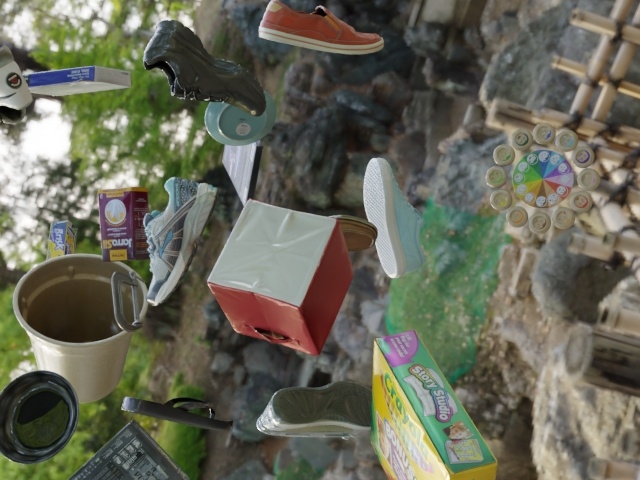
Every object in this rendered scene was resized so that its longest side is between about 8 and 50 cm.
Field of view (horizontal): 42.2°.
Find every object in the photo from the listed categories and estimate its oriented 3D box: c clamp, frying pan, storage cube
[{"bbox_3d":[-0.420,0.134,1.843,0.137,0.022,0.160,49,-152,-58],"label":"c clamp"},{"bbox_3d":[-0.662,0.386,1.758,0.053,0.326,0.197,66,-166,-67],"label":"frying pan"},{"bbox_3d":[-0.065,0.064,1.499,0.193,0.184,0.215,72,-143,-57],"label":"storage cube"}]

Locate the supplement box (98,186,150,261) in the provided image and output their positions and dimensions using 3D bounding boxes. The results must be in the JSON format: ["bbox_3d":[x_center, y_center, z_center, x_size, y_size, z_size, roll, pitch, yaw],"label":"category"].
[{"bbox_3d":[-0.504,-0.041,2.136,0.081,0.104,0.188,-4,-89,-70],"label":"supplement box"}]

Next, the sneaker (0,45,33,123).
[{"bbox_3d":[-0.712,-0.308,1.784,0.122,0.146,0.331,-42,23,-26],"label":"sneaker"}]

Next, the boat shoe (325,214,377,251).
[{"bbox_3d":[0.000,0.000,2.173,0.104,0.307,0.110,-92,7,-51],"label":"boat shoe"}]

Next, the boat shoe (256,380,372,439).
[{"bbox_3d":[0.011,0.394,1.882,0.103,0.320,0.118,-50,48,40],"label":"boat shoe"}]

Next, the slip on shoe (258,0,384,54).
[{"bbox_3d":[0.012,-0.508,1.990,0.123,0.331,0.101,36,118,58],"label":"slip on shoe"}]

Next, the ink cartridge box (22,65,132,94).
[{"bbox_3d":[-0.603,-0.383,1.980,0.224,0.223,0.045,-25,-69,-73],"label":"ink cartridge box"}]

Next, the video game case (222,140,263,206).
[{"bbox_3d":[-0.224,-0.243,2.348,0.274,0.026,0.196,-119,36,-51],"label":"video game case"}]

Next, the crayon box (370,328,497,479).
[{"bbox_3d":[0.207,0.414,1.640,0.363,0.106,0.313,-120,22,-50],"label":"crayon box"}]

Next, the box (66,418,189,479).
[{"bbox_3d":[-0.422,0.524,1.749,0.233,0.183,0.059,-43,1,-4],"label":"box"}]

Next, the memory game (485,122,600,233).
[{"bbox_3d":[0.368,-0.102,1.377,0.012,0.186,0.186,6,-79,-74],"label":"memory game"}]

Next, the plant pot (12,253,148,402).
[{"bbox_3d":[-0.637,0.256,2.218,0.333,0.334,0.305,-82,5,-50],"label":"plant pot"}]

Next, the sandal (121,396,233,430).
[{"bbox_3d":[-0.266,0.331,1.625,0.097,0.254,0.054,-5,68,43],"label":"sandal"}]

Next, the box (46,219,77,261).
[{"bbox_3d":[-0.735,0.029,2.353,0.054,0.059,0.168,59,-156,-58],"label":"box"}]

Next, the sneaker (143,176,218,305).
[{"bbox_3d":[-0.313,-0.003,1.715,0.110,0.122,0.283,-87,21,-78],"label":"sneaker"}]

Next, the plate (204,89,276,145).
[{"bbox_3d":[-0.202,-0.313,2.126,0.024,0.188,0.188,-113,34,-44],"label":"plate"}]

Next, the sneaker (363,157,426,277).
[{"bbox_3d":[0.234,-0.078,2.516,0.135,0.150,0.365,6,108,62],"label":"sneaker"}]

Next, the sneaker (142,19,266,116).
[{"bbox_3d":[-0.250,-0.338,1.764,0.130,0.286,0.109,-63,12,-23],"label":"sneaker"}]
